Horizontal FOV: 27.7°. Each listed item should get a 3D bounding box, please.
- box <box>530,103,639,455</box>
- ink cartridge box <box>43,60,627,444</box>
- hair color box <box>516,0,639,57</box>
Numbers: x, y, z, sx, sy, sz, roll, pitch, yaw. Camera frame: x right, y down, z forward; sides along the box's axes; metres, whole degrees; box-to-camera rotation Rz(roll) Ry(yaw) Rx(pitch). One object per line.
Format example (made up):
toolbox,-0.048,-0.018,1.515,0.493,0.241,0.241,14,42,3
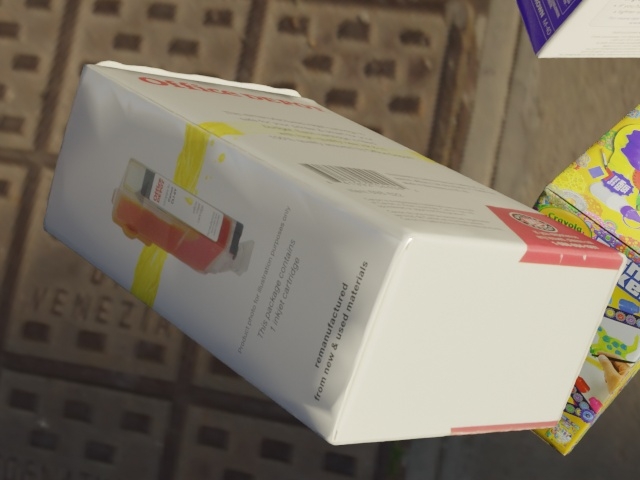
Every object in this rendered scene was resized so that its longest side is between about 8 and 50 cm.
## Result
box,0.324,0.031,1.436,0.177,0.290,0.279,38,133,15
ink cartridge box,0.000,0.000,1.053,0.385,0.279,0.160,31,109,41
hair color box,0.321,-0.288,1.089,0.185,0.339,0.110,-4,66,-25
